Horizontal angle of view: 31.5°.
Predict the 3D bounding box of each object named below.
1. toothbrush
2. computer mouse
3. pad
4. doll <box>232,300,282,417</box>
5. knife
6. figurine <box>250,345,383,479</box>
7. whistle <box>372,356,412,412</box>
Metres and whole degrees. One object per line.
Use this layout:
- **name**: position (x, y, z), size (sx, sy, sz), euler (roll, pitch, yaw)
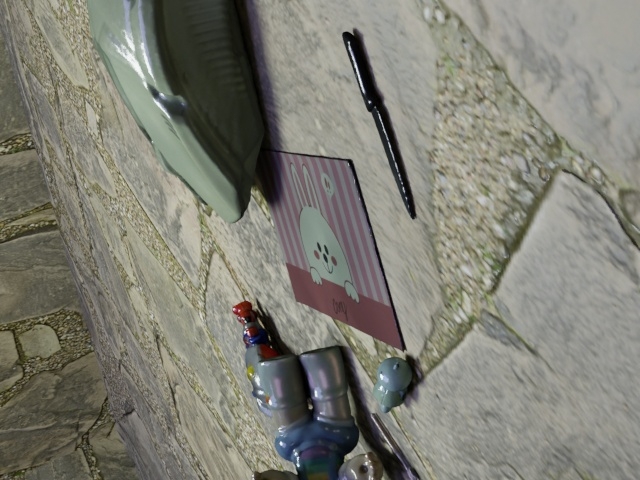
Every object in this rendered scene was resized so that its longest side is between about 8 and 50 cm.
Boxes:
- **toothbrush**: position (0.080, 0.225, 1.240), size (0.097, 0.006, 0.008), euler (54, 145, 38)
- **computer mouse**: position (-0.176, -0.212, 1.272), size (0.228, 0.145, 0.429), euler (38, 145, 53)
- **pad**: position (-0.001, 0.000, 1.224), size (0.300, 0.005, 0.202), euler (19, 128, 67)
- **doll**: position (-0.074, 0.169, 1.533), size (0.104, 0.062, 0.195), euler (96, 154, -53)
- **knife**: position (0.051, -0.097, 0.965), size (0.023, 0.010, 0.170), euler (-166, 54, -75)
- **figurine**: position (0.026, 0.312, 1.314), size (0.205, 0.224, 0.382), euler (-12, -74, -87)
- **whistle**: position (0.071, 0.146, 1.134), size (0.035, 0.035, 0.100), euler (59, 161, 28)
